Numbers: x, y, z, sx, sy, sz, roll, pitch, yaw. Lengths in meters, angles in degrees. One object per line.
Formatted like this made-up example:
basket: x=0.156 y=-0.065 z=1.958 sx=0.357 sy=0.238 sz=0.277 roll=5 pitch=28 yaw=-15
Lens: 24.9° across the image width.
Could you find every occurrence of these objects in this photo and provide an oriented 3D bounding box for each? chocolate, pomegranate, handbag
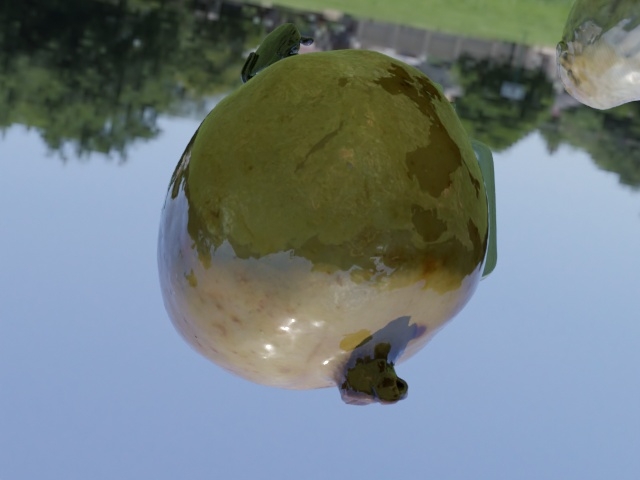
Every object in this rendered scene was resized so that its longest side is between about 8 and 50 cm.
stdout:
chocolate: x=0.329 y=-0.197 z=1.170 sx=0.309 sy=0.134 sz=0.134 roll=-21 pitch=170 yaw=30
pomegranate: x=0.001 y=-0.018 z=1.195 sx=0.307 sy=0.307 sz=0.307 roll=11 pitch=-172 yaw=-2
handbag: x=-0.064 y=-0.237 z=1.895 sx=0.072 sy=0.111 sz=0.047 roll=-2 pitch=135 yaw=53

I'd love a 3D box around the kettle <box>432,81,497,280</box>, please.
kettle: x=0.121 y=-0.081 z=2.282 sx=0.265 sy=0.318 sz=0.205 roll=3 pitch=171 yaw=-40
